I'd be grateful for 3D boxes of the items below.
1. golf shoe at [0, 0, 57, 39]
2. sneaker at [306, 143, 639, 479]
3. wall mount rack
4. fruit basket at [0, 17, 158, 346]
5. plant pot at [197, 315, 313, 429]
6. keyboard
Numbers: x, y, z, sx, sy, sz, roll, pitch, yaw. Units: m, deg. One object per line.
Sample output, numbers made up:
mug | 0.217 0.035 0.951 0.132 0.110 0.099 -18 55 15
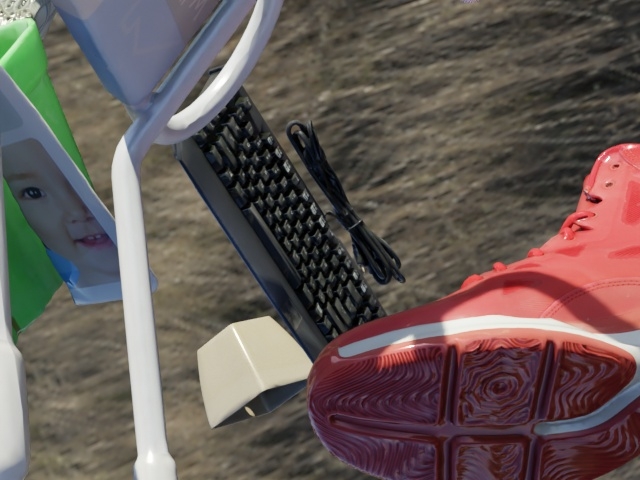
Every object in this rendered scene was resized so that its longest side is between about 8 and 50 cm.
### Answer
golf shoe | -0.270 -0.182 1.190 0.069 0.176 0.086 23 156 14
sneaker | 0.096 0.028 0.553 0.128 0.221 0.087 -106 17 -53
wall mount rack | -0.041 -0.062 0.464 0.130 0.304 0.350 29 168 14
fruit basket | -0.283 -0.076 0.602 0.327 0.165 0.353 -8 135 36
plant pot | -0.085 0.153 1.629 0.109 0.109 0.096 -39 72 36
keyboard | 0.000 0.000 1.056 0.033 0.201 0.317 -20 117 25
